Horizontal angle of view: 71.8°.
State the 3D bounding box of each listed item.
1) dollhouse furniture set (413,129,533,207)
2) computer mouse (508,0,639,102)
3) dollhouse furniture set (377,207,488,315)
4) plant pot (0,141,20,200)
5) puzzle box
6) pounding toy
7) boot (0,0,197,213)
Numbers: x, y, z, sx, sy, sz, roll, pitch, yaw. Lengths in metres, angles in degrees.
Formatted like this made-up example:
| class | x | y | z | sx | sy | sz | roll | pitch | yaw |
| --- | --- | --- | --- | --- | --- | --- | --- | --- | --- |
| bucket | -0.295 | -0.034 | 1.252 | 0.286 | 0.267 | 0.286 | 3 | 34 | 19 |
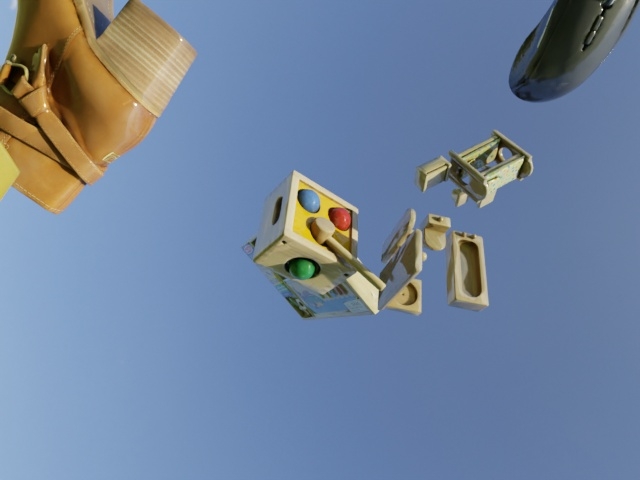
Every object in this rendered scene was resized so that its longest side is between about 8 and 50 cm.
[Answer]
| class | x | y | z | sx | sy | sz | roll | pitch | yaw |
| --- | --- | --- | --- | --- | --- | --- | --- | --- | --- |
| dollhouse furniture set | 0.274 | -0.085 | 0.824 | 0.182 | 0.160 | 0.101 | -27 | -125 | -15 |
| computer mouse | 0.285 | -0.277 | 0.509 | 0.262 | 0.184 | 0.060 | 118 | -16 | -46 |
| dollhouse furniture set | 0.171 | 0.019 | 0.588 | 0.123 | 0.151 | 0.144 | 114 | -14 | -57 |
| plant pot | -0.273 | -0.054 | 0.299 | 0.083 | 0.082 | 0.081 | 131 | -26 | -55 |
| puzzle box | -0.039 | 0.064 | 1.020 | 0.272 | 0.052 | 0.409 | 50 | -24 | -5 |
| pounding toy | 0.000 | 0.000 | 0.558 | 0.100 | 0.130 | 0.141 | -38 | -146 | 39 |
| boot | -0.290 | -0.183 | 0.455 | 0.283 | 0.109 | 0.220 | 40 | -88 | 4 |
